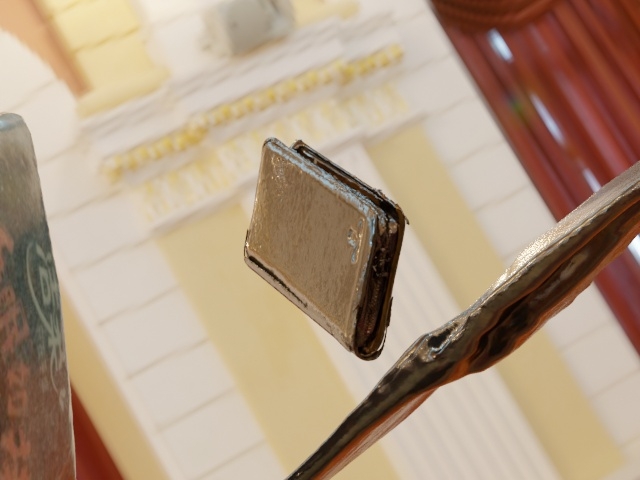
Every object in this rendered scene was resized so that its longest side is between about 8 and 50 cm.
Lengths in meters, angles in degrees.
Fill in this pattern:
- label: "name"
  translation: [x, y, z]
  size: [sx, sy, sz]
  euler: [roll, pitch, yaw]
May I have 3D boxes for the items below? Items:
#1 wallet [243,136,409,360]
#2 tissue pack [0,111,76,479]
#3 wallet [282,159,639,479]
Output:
- label: "wallet"
  translation: [0.000, 0.000, 1.162]
  size: [0.031, 0.110, 0.198]
  euler: [4, 17, -26]
- label: "tissue pack"
  translation: [-0.200, 0.068, 0.721]
  size: [0.103, 0.228, 0.315]
  euler: [-2, 9, 9]
- label: "wallet"
  translation: [0.103, 0.035, 0.882]
  size: [0.323, 0.041, 0.247]
  euler: [-41, -8, 17]
